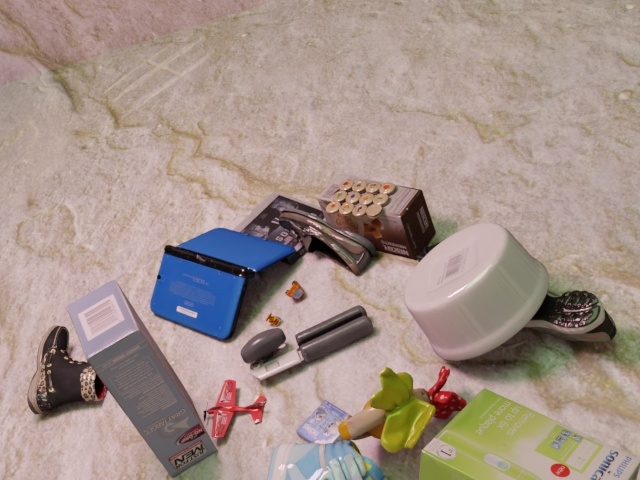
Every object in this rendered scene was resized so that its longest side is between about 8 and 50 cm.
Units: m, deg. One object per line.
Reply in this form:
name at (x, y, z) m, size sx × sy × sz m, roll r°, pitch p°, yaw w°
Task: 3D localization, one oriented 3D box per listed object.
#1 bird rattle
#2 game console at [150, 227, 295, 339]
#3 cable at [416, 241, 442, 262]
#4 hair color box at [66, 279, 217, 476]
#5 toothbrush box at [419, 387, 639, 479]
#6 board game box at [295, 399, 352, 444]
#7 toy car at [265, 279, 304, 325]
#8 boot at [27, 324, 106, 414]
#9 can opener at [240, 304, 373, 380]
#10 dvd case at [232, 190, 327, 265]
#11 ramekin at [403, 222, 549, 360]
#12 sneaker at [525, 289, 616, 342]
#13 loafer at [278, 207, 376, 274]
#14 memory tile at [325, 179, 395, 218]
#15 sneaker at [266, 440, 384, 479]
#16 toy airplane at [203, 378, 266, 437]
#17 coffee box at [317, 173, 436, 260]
bird rattle at (0.140, 0.301, 1.664) m, size 0.207 × 0.143 × 0.253 m, roll -30°, pitch -10°, yaw 23°
game console at (-0.240, 0.097, 2.227) m, size 0.293 × 0.173 × 0.250 m, roll 14°, pitch 89°, yaw 40°
cable at (0.306, 0.030, 2.004) m, size 0.184 × 0.047 × 0.150 m, roll -17°, pitch 16°, yaw 3°
hair color box at (-0.351, 0.278, 1.809) m, size 0.113 × 0.374 × 0.185 m, roll -30°, pitch 38°, yaw -8°
toothbrush box at (0.327, 0.383, 1.449) m, size 0.283 × 0.122 × 0.206 m, roll 24°, pitch 37°, yaw 32°
board game box at (0.012, 0.368, 1.798) m, size 0.090 × 0.020 × 0.090 m, roll 23°, pitch 59°, yaw 43°
toy car at (-0.078, 0.149, 2.109) m, size 0.040 × 0.060 × 0.122 m, roll 35°, pitch 79°, yaw 1°
boot at (-0.580, 0.295, 2.153) m, size 0.178 × 0.085 × 0.236 m, roll -10°, pitch 46°, yaw 14°
can opener at (-0.031, 0.208, 1.948) m, size 0.283 × 0.095 × 0.076 m, roll -25°, pitch 38°, yaw -1°
dvd case at (-0.096, -0.035, 2.325) m, size 0.238 × 0.029 × 0.179 m, roll 21°, pitch 57°, yaw 43°
ramekin at (0.297, 0.091, 1.799) m, size 0.277 × 0.135 × 0.277 m, roll -35°, pitch 20°, yaw 15°
sneaker at (0.453, 0.148, 1.772) m, size 0.100 × 0.108 × 0.271 m, roll -58°, pitch 30°, yaw -11°
loafer at (0.000, 0.000, 2.164) m, size 0.267 × 0.096 × 0.084 m, roll 22°, pitch 70°, yaw 28°
memory tile at (0.090, -0.096, 2.082) m, size 0.148 × 0.012 × 0.113 m, roll 7°, pitch 51°, yaw 33°
sneaker at (0.008, 0.474, 1.591) m, size 0.208 × 0.127 × 0.319 m, roll -14°, pitch 40°, yaw 16°
toy airplane at (-0.177, 0.352, 1.912) m, size 0.151 × 0.028 × 0.151 m, roll -14°, pitch 40°, yaw 13°
coffee box at (0.131, -0.057, 2.139) m, size 0.246 × 0.141 × 0.098 m, roll 15°, pitch 53°, yaw 38°
